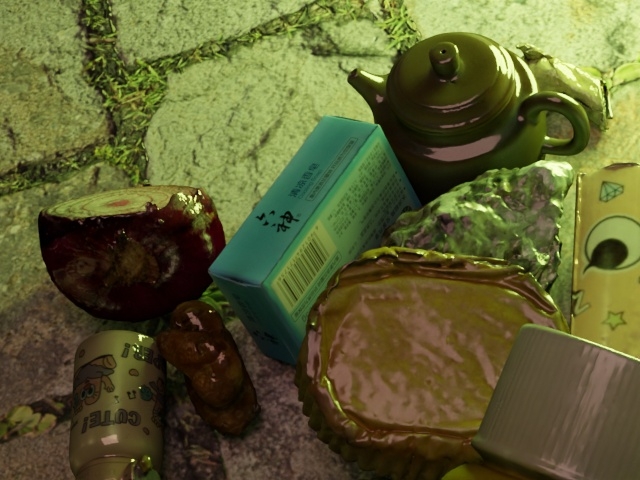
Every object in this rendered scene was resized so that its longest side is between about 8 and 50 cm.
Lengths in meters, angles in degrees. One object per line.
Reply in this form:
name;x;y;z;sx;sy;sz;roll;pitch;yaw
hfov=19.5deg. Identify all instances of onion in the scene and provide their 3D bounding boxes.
onion;-0.199;0.003;2.028;0.195;0.140;0.218;-16;13;2

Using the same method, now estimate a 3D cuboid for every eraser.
eraser;0.338;0.054;1.859;0.171;0.087;0.290;-3;52;15

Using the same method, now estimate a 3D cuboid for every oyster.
oyster;0.147;0.026;1.914;0.198;0.112;0.267;9;63;20

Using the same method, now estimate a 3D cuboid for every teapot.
teapot;0.158;-0.143;2.007;0.268;0.175;0.185;8;58;21

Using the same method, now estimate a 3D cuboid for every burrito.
burrito;0.273;-0.176;2.084;0.149;0.041;0.055;32;80;29

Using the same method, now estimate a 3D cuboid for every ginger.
ginger;-0.122;0.122;1.925;0.073;0.103;0.162;-26;48;-2

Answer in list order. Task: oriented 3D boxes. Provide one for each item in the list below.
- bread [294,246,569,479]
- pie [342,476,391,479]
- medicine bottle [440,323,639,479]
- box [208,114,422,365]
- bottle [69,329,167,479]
bread;0.103;0.124;1.761;0.253;0.142;0.227;10;71;4
pie;0.054;0.320;1.735;0.179;0.084;0.205;1;55;17
medicine bottle;0.186;0.280;1.563;0.224;0.224;0.384;19;86;27
box;0.000;0.000;1.951;0.083;0.142;0.232;12;57;39
bottle;-0.201;0.198;1.886;0.110;0.097;0.209;-33;43;33
